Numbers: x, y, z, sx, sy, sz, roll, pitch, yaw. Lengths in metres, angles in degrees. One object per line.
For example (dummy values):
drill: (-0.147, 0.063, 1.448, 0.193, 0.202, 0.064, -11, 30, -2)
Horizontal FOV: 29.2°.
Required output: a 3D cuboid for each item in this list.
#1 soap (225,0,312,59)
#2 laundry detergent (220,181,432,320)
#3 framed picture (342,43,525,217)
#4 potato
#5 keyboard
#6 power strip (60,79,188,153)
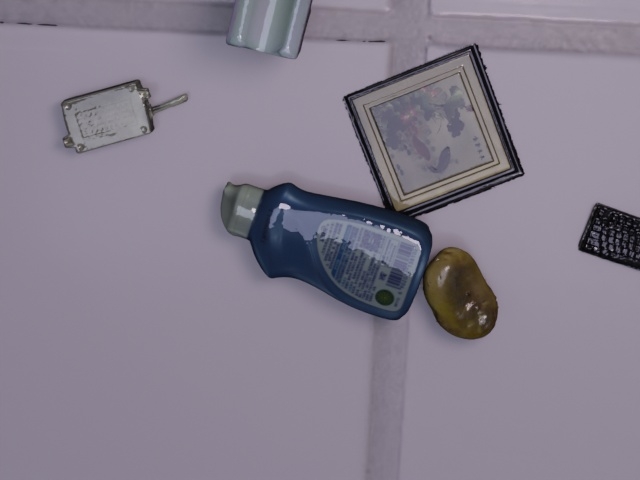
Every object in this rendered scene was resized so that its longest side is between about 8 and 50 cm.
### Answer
soap: (-0.036, -0.380, 1.524, 0.095, 0.173, 0.289, 13, 103, -2)
laundry detergent: (0.000, 0.000, 1.664, 0.290, 0.094, 0.143, 20, 114, 0)
framed picture: (0.154, -0.141, 1.661, 0.199, 0.010, 0.195, -21, 103, 7)
potato: (0.189, 0.073, 1.677, 0.091, 0.070, 0.138, -36, 107, -18)
keyboard: (0.473, 0.018, 1.687, 0.231, 0.023, 0.072, 18, 106, -3)
power strip: (-0.263, -0.172, 1.648, 0.175, 0.042, 0.075, -14, 103, 3)
